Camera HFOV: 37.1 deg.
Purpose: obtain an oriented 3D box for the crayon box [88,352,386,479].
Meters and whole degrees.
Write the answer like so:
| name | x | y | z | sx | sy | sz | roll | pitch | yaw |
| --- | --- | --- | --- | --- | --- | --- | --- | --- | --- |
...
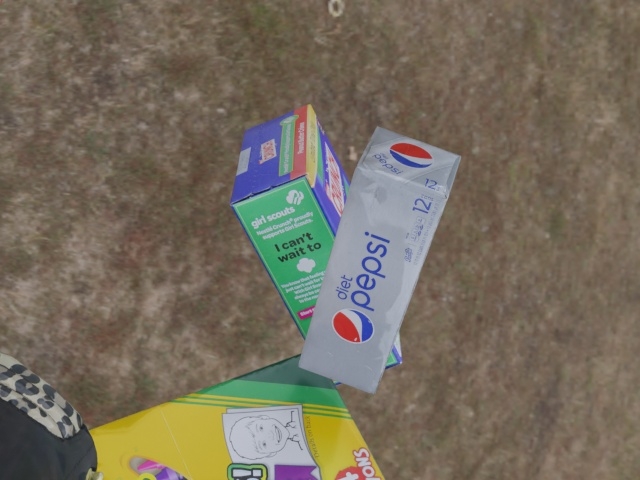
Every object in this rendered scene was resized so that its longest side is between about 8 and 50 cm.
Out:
| name | x | y | z | sx | sy | sz | roll | pitch | yaw |
| --- | --- | --- | --- | --- | --- | --- | --- | --- | --- |
| crayon box | -0.071 | 0.344 | 1.106 | 0.313 | 0.363 | 0.106 | -17 | 152 | -25 |

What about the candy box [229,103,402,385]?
| name | x | y | z | sx | sy | sz | roll | pitch | yaw |
| --- | --- | --- | --- | --- | --- | --- | --- | --- | --- |
| candy box | 0.000 | 0.000 | 1.360 | 0.317 | 0.122 | 0.268 | 61 | 14 | -25 |

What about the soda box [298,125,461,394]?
| name | x | y | z | sx | sy | sz | roll | pitch | yaw |
| --- | --- | --- | --- | --- | --- | --- | --- | --- | --- |
| soda box | 0.059 | 0.028 | 1.027 | 0.091 | 0.098 | 0.286 | -62 | 170 | -52 |

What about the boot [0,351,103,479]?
| name | x | y | z | sx | sy | sz | roll | pitch | yaw |
| --- | --- | --- | --- | --- | --- | --- | --- | --- | --- |
| boot | -0.117 | 0.146 | 0.379 | 0.236 | 0.085 | 0.178 | 42 | 17 | -1 |
